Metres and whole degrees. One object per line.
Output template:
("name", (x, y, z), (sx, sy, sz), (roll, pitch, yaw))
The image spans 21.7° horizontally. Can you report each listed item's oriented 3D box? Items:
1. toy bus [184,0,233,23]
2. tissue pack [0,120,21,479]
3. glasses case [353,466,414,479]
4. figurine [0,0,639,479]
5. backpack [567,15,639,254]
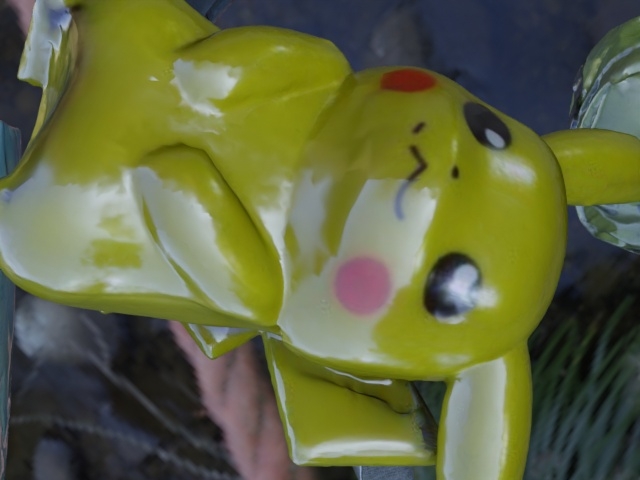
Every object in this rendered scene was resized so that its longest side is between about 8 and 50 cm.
("toy bus", (-0.092, -0.210, 1.238), (0.077, 0.174, 0.079), (15, 144, 34))
("tissue pack", (-0.233, 0.056, 1.017), (0.089, 0.263, 0.177), (4, -179, -4))
("glasses case", (0.026, 0.134, 1.428), (0.205, 0.047, 0.070), (-117, 11, -49))
("figurine", (-0.007, -0.002, 0.802), (0.327, 0.218, 0.169), (15, 162, 7))
("backpack", (0.287, -0.075, 1.127), (0.253, 0.140, 0.207), (-1, 126, -4))
